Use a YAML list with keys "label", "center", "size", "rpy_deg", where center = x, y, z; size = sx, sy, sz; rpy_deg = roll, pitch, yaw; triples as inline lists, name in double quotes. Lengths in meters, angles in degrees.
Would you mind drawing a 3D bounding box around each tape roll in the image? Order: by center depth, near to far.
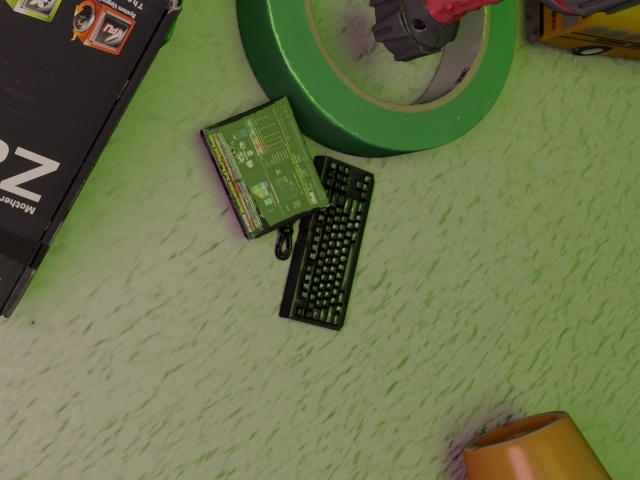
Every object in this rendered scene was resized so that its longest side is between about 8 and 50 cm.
- label: "tape roll"
  center: [0.069, -0.253, 0.877]
  size: [0.321, 0.077, 0.321]
  rpy_deg: [0, 89, -28]

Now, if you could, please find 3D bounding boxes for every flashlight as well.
- label: "flashlight"
  center: [0.154, -0.220, 0.705]
  size: [0.103, 0.304, 0.103]
  rpy_deg: [49, 68, -19]

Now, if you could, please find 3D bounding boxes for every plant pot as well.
- label: "plant pot"
  center: [0.255, 0.304, 0.912]
  size: [0.205, 0.205, 0.188]
  rpy_deg: [-17, 81, -28]

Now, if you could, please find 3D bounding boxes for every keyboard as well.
- label: "keyboard"
  center: [0.000, 0.000, 0.865]
  size: [0.108, 0.023, 0.180]
  rpy_deg: [17, 80, -27]

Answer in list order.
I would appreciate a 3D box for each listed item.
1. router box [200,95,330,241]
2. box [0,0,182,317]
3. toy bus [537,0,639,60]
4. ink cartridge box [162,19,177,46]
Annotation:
- label: "router box"
  center: [-0.056, -0.072, 0.812]
  size: [0.092, 0.038, 0.122]
  rpy_deg: [-24, 100, -9]
- label: "box"
  center: [-0.341, -0.140, 0.546]
  size: [0.395, 0.097, 0.318]
  rpy_deg: [24, 120, -26]
- label: "toy bus"
  center: [0.428, -0.300, 1.041]
  size: [0.333, 0.130, 0.108]
  rpy_deg: [0, 89, -28]
- label: "ink cartridge box"
  center: [-0.232, -0.226, 0.669]
  size: [0.208, 0.153, 0.087]
  rpy_deg: [20, 77, -28]
